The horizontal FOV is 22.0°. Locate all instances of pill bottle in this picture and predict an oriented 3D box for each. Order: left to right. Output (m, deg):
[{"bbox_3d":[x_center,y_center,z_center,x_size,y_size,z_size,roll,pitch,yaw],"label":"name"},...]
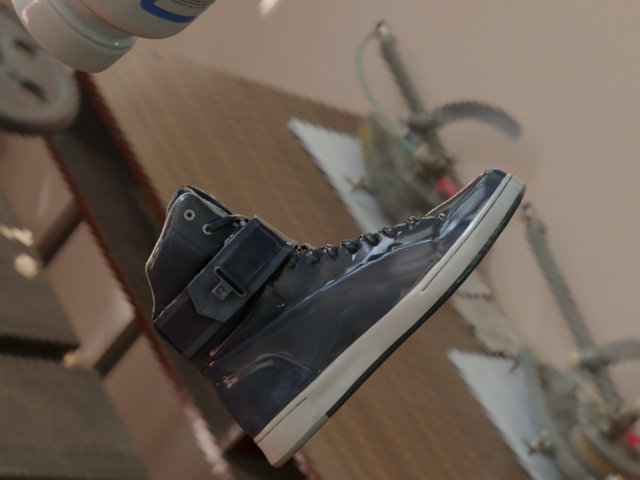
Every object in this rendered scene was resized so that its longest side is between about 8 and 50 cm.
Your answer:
[{"bbox_3d":[-0.101,-0.210,1.076,0.124,0.221,0.124,37,33,-28],"label":"pill bottle"}]

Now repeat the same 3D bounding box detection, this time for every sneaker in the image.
[{"bbox_3d":[-0.001,0.000,0.988,0.163,0.226,0.086,46,-3,6],"label":"sneaker"}]
